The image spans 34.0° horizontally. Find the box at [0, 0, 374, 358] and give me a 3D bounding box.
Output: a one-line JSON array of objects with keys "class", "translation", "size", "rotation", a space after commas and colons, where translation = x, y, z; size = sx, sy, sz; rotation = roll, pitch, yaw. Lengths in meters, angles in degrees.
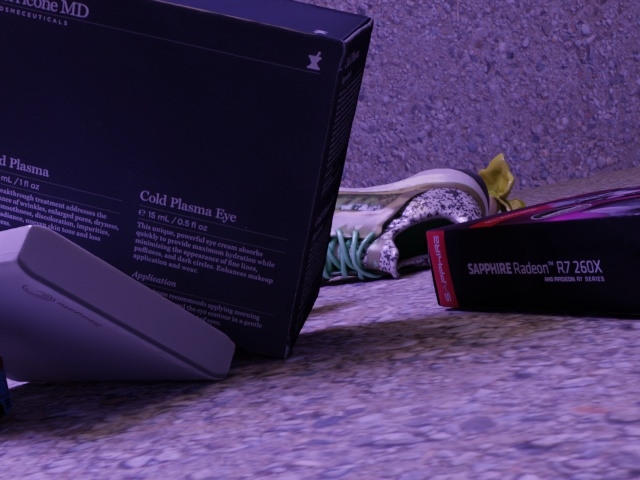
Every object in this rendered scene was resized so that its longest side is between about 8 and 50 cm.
[{"class": "box", "translation": [-0.150, -0.093, 1.034], "size": [0.343, 0.312, 0.179], "rotation": [14, 22, 6]}]

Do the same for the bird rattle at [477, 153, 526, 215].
[{"class": "bird rattle", "translation": [0.226, -0.042, 1.783], "size": [0.254, 0.143, 0.207], "rotation": [-12, 18, 40]}]

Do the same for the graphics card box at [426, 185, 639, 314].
[{"class": "graphics card box", "translation": [0.293, 0.001, 0.990], "size": [0.233, 0.094, 0.371], "rotation": [-12, 4, -24]}]

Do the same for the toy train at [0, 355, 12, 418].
[{"class": "toy train", "translation": [-0.327, 0.123, 0.890], "size": [0.080, 0.105, 0.184], "rotation": [-14, 3, 3]}]

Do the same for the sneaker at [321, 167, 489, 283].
[{"class": "sneaker", "translation": [0.066, 0.000, 1.564], "size": [0.411, 0.158, 0.182], "rotation": [-16, 20, 2]}]

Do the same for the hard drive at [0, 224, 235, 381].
[{"class": "hard drive", "translation": [-0.281, 0.075, 1.005], "size": [0.353, 0.047, 0.233], "rotation": [-9, -34, 44]}]
